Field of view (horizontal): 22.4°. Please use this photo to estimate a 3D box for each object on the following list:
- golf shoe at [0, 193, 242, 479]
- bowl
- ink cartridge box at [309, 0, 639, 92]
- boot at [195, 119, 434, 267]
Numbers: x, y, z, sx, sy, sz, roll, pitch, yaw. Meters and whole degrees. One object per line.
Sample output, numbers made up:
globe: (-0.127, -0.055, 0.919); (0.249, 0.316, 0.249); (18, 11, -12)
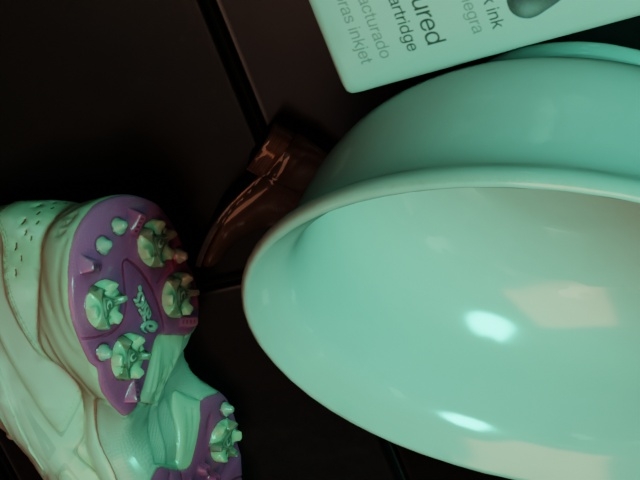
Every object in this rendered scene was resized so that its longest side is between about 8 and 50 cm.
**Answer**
golf shoe: (-0.129, 0.104, 0.943); (0.140, 0.115, 0.306); (7, 122, 28)
bowl: (0.121, 0.001, 0.766); (0.298, 0.134, 0.298); (10, 150, 6)
ink cartridge box: (0.116, -0.209, 0.673); (0.289, 0.121, 0.211); (-14, 117, 19)
boot: (0.000, 0.000, 0.882); (0.114, 0.037, 0.106); (29, 125, -11)
